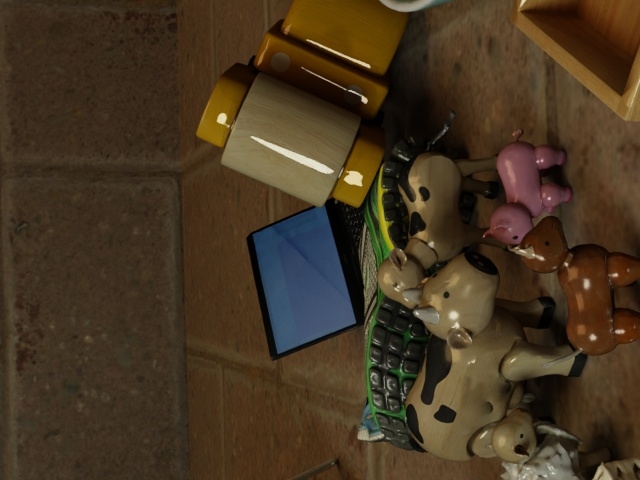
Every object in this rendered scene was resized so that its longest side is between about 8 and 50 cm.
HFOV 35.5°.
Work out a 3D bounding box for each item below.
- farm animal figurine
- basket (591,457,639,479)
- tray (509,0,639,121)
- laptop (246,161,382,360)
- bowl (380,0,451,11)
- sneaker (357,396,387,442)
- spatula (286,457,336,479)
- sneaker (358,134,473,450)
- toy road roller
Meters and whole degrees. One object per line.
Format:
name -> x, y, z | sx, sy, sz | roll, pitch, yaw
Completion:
farm animal figurine -> 0.140, 0.069, 0.925 | 0.330, 0.172, 0.326 | -133, 45, -64
basket -> 0.245, 0.246, 0.725 | 0.113, 0.103, 0.167 | -113, 28, -52
tray -> 0.257, -0.313, 0.706 | 0.202, 0.076, 0.410 | -116, 31, -53
laptop -> 0.000, 0.000, 1.413 | 0.264, 0.137, 0.234 | 111, 152, -49
bowl -> 0.139, -0.311, 0.690 | 0.311, 0.163, 0.311 | 180, 90, -72
sneaker -> 0.085, 0.223, 1.287 | 0.162, 0.064, 0.073 | 153, 118, -70
spatula -> -0.072, 0.419, 1.521 | 0.019, 0.242, 0.168 | 38, 127, 36
sneaker -> 0.110, 0.064, 1.134 | 0.146, 0.134, 0.343 | 129, 146, -73
toy road roller -> -0.001, -0.201, 1.214 | 0.329, 0.203, 0.240 | -77, 11, -71
